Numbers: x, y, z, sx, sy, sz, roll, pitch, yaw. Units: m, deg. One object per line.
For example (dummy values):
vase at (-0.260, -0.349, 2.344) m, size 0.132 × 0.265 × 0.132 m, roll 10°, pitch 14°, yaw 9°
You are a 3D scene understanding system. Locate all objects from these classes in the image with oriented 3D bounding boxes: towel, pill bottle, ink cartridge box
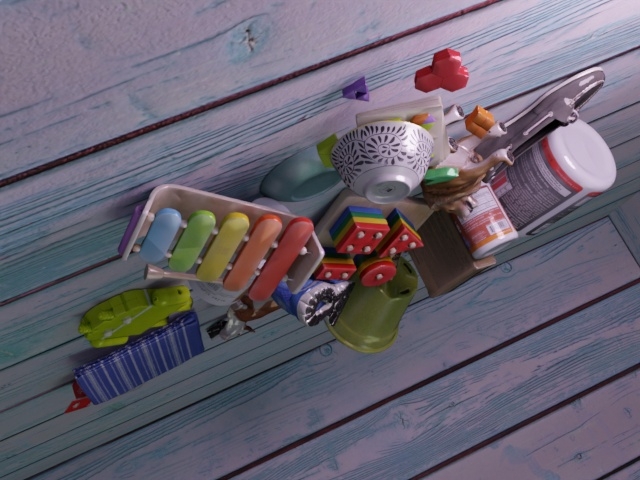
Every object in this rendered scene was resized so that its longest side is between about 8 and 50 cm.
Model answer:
towel at (-0.469, 0.315, 1.821) m, size 0.336 × 0.040 × 0.243 m, roll -25°, pitch 154°, yaw -17°
pill bottle at (-0.147, 0.020, 1.295) m, size 0.131 × 0.131 × 0.229 m, roll -11°, pitch 158°, yaw -44°
ink cartridge box at (-0.611, 0.402, 1.941) m, size 0.231 × 0.078 × 0.134 m, roll -14°, pitch 160°, yaw -38°
pill bottle at (0.539, -0.133, 1.745) m, size 0.210 × 0.210 × 0.363 m, roll -14°, pitch 161°, yaw -38°
ink cartridge box at (0.326, 0.006, 1.819) m, size 0.088 × 0.234 × 0.193 m, roll -13°, pitch 161°, yaw -37°
pill bottle at (0.379, -0.073, 1.673) m, size 0.121 × 0.216 × 0.121 m, roll -23°, pitch 165°, yaw -7°

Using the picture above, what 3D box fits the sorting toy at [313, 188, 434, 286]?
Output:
sorting toy at (0.109, 0.010, 1.563) m, size 0.256 × 0.089 × 0.257 m, roll 4°, pitch 140°, yaw -33°

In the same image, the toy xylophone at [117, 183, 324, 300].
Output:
toy xylophone at (-0.165, 0.019, 1.122) m, size 0.323 × 0.081 × 0.236 m, roll 7°, pitch 135°, yaw -20°

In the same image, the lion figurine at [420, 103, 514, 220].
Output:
lion figurine at (0.229, -0.154, 1.375) m, size 0.240 × 0.142 × 0.392 m, roll -27°, pitch 153°, yaw 37°

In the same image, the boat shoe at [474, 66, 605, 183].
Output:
boat shoe at (0.471, -0.241, 1.482) m, size 0.335 × 0.095 × 0.112 m, roll -32°, pitch 162°, yaw 22°

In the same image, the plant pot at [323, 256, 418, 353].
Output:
plant pot at (0.177, 0.176, 2.177) m, size 0.276 × 0.276 × 0.254 m, roll -15°, pitch 150°, yaw -36°

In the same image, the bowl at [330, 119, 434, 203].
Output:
bowl at (0.104, -0.110, 1.101) m, size 0.170 × 0.080 × 0.170 m, roll -5°, pitch 153°, yaw -3°

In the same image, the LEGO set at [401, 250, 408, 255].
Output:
LEGO set at (0.297, 0.041, 2.243) m, size 0.183 × 0.060 × 0.244 m, roll -14°, pitch 163°, yaw -42°

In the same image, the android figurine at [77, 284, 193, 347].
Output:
android figurine at (-0.409, 0.165, 1.516) m, size 0.248 × 0.056 × 0.273 m, roll -31°, pitch 166°, yaw 22°

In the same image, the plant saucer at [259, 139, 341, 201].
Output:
plant saucer at (-0.014, -0.113, 1.244) m, size 0.195 × 0.037 × 0.195 m, roll -23°, pitch 165°, yaw -7°

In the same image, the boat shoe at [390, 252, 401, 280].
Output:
boat shoe at (0.152, 0.012, 1.844) m, size 0.123 × 0.123 × 0.342 m, roll -56°, pitch 152°, yaw -3°

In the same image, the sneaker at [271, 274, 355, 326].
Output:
sneaker at (-0.021, 0.122, 1.647) m, size 0.129 × 0.147 × 0.330 m, roll -63°, pitch 160°, yaw 2°

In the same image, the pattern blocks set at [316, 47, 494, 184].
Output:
pattern blocks set at (0.136, -0.166, 1.117) m, size 0.286 × 0.026 × 0.325 m, roll -15°, pitch 151°, yaw 18°

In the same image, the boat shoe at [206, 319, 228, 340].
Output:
boat shoe at (-0.296, 0.259, 2.051) m, size 0.125 × 0.038 × 0.046 m, roll -37°, pitch -179°, yaw 40°

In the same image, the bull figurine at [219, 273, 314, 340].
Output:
bull figurine at (-0.158, 0.147, 1.765) m, size 0.310 × 0.101 × 0.188 m, roll -33°, pitch 158°, yaw 9°
